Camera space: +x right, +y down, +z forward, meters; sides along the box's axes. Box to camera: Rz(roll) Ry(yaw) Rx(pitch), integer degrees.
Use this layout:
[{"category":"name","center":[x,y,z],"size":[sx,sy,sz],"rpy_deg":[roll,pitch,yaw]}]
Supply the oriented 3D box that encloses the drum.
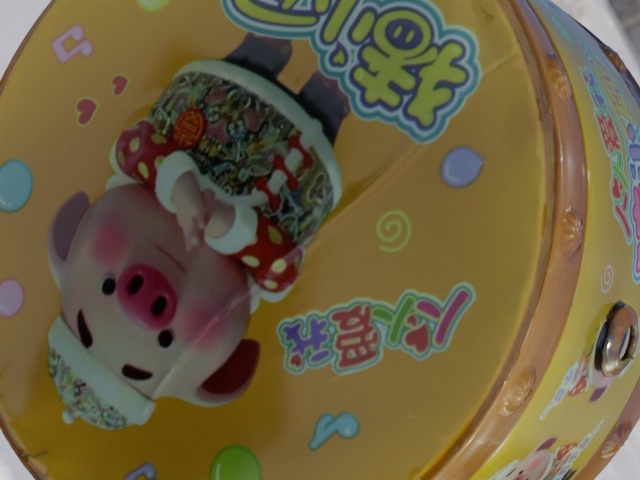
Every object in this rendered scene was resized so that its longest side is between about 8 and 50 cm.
[{"category":"drum","center":[0.000,0.000,0.998],"size":[0.214,0.431,0.431],"rpy_deg":[19,39,-57]}]
